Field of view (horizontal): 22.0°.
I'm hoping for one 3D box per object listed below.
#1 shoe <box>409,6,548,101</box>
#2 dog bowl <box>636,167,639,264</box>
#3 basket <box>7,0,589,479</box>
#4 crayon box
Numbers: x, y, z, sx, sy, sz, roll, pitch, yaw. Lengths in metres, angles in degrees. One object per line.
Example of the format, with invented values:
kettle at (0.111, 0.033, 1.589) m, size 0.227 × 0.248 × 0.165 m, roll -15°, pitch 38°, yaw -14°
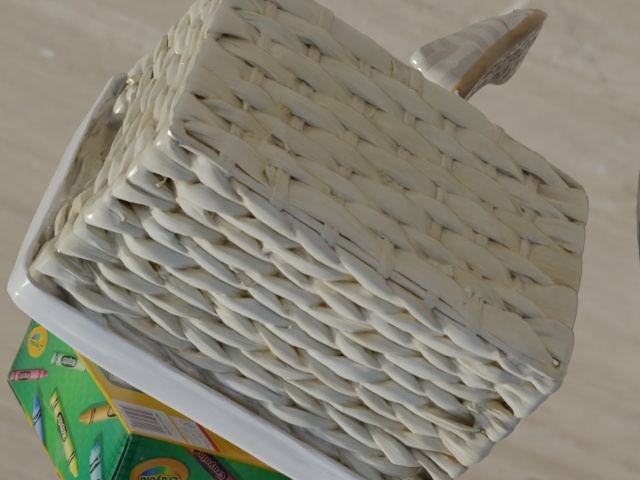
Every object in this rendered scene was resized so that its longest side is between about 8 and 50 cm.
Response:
shoe at (0.143, -0.171, 1.452) m, size 0.058 × 0.219 × 0.076 m, roll 37°, pitch 122°, yaw 9°
dog bowl at (0.406, -0.022, 1.004) m, size 0.408 × 0.408 × 0.150 m, roll 16°, pitch 167°, yaw 6°
basket at (0.000, 0.000, 0.558) m, size 0.167 × 0.113 × 0.103 m, roll 33°, pitch 131°, yaw -16°
crayon box at (-0.128, 0.147, 1.286) m, size 0.165 × 0.081 × 0.278 m, roll 20°, pitch -171°, yaw -28°
